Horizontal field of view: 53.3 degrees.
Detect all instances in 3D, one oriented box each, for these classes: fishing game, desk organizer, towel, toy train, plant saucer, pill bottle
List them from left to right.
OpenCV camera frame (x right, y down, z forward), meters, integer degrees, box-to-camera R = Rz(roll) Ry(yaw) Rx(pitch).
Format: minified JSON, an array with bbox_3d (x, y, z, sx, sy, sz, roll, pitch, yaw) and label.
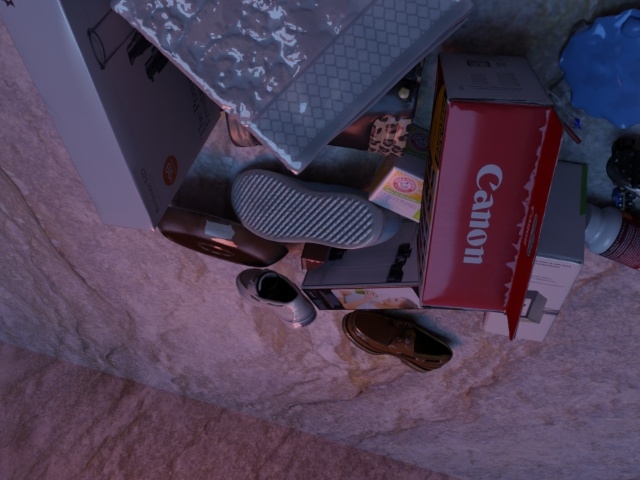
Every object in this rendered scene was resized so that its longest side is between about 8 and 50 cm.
[{"bbox_3d":[-0.225,0.001,1.409,0.311,0.050,0.310,16,169,3],"label":"plant saucer"},{"bbox_3d":[-0.022,-0.287,0.764,0.332,0.053,0.317,-42,115,11],"label":"towel"},{"bbox_3d":[0.000,0.000,1.310,0.050,0.130,0.047,10,147,9],"label":"desk organizer"},{"bbox_3d":[0.509,-0.006,1.082,0.152,0.086,0.086,21,148,-5],"label":"pill bottle"},{"bbox_3d":[0.478,-0.101,1.008,0.036,0.027,0.158,3,145,29],"label":"toy train"},{"bbox_3d":[0.410,-0.227,0.843,0.189,0.041,0.264,40,149,-18],"label":"fishing game"}]

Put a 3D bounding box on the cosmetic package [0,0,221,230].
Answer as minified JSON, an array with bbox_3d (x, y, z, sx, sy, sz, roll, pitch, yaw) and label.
[{"bbox_3d":[-0.263,-0.243,0.886,0.098,0.284,0.377,9,140,15],"label":"cosmetic package"}]

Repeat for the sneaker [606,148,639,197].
[{"bbox_3d":[0.527,-0.072,0.963,0.235,0.078,0.106,14,165,-6],"label":"sneaker"}]

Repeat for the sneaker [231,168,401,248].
[{"bbox_3d":[-0.010,-0.052,1.243,0.366,0.135,0.150,19,-170,34],"label":"sneaker"}]

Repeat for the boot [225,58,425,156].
[{"bbox_3d":[0.004,-0.267,0.898,0.285,0.138,0.377,10,138,4],"label":"boot"}]

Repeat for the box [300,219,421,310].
[{"bbox_3d":[0.121,0.050,1.292,0.290,0.169,0.087,-3,140,33],"label":"box"}]

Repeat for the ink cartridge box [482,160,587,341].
[{"bbox_3d":[0.362,0.022,1.094,0.115,0.198,0.272,10,148,11],"label":"ink cartridge box"}]

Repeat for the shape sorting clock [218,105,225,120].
[{"bbox_3d":[-0.249,-0.277,1.098,0.207,0.040,0.206,12,140,10],"label":"shape sorting clock"}]

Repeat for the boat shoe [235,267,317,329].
[{"bbox_3d":[-0.113,0.106,1.399,0.268,0.096,0.088,32,153,51],"label":"boat shoe"}]

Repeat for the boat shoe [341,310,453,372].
[{"bbox_3d":[0.200,0.240,1.611,0.308,0.110,0.104,24,145,-27],"label":"boat shoe"}]

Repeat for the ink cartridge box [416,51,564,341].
[{"bbox_3d":[0.210,-0.065,0.863,0.130,0.271,0.309,4,121,5],"label":"ink cartridge box"}]

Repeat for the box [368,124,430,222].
[{"bbox_3d":[0.201,-0.094,1.087,0.203,0.103,0.114,23,148,-7],"label":"box"}]
